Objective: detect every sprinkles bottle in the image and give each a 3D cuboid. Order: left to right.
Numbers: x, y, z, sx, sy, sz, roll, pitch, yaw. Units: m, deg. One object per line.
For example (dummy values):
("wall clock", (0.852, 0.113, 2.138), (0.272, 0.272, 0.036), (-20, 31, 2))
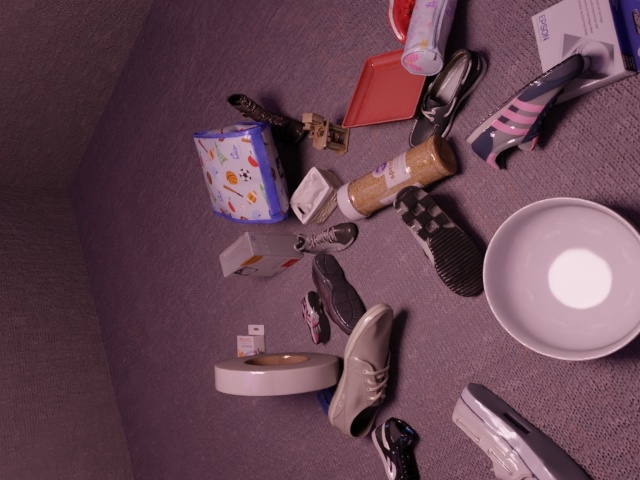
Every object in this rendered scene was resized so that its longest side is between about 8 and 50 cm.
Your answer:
("sprinkles bottle", (0.211, -0.172, 1.388), (0.355, 0.121, 0.121), (-26, 70, 40))

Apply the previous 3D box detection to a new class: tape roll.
("tape roll", (-0.134, 0.409, 1.508), (0.392, 0.392, 0.072), (-7, 83, 44))

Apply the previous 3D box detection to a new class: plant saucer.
("plant saucer", (0.207, -0.441, 1.411), (0.258, 0.047, 0.259), (5, 70, 45))

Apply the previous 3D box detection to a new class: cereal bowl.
("cereal bowl", (0.537, 0.080, 1.036), (0.339, 0.141, 0.339), (-4, 84, 45))

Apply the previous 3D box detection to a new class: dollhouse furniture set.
("dollhouse furniture set", (-0.024, -0.344, 1.586), (0.161, 0.182, 0.101), (10, 95, 44))

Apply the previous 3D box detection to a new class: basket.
("basket", (-0.006, -0.146, 1.613), (0.167, 0.103, 0.113), (-53, 54, 29))

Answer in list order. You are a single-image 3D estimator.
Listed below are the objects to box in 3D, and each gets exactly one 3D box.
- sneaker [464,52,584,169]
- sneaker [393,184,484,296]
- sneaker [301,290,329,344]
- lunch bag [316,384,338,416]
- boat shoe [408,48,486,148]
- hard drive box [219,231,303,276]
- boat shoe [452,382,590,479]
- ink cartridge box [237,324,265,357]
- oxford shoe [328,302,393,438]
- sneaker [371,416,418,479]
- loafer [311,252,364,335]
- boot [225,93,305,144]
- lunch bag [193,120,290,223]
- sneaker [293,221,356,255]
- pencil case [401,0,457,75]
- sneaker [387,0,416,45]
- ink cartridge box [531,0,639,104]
("sneaker", (0.487, -0.286, 1.116), (0.131, 0.112, 0.319), (53, 144, 4))
("sneaker", (0.322, -0.005, 1.288), (0.122, 0.146, 0.331), (-33, 86, 11))
("sneaker", (-0.023, 0.267, 1.641), (0.077, 0.072, 0.178), (-39, 53, 50))
("lunch bag", (0.036, 0.520, 1.556), (0.067, 0.065, 0.098), (-53, 53, 28))
("boat shoe", (0.321, -0.375, 1.311), (0.114, 0.091, 0.303), (47, 119, 36))
("hard drive box", (-0.208, 0.053, 1.709), (0.181, 0.232, 0.089), (-35, 64, 38))
("boat shoe", (0.442, 0.509, 1.110), (0.367, 0.135, 0.156), (40, 114, 42))
("ink cartridge box", (-0.268, 0.419, 1.865), (0.104, 0.061, 0.181), (-10, 80, 44))
("oxford shoe", (0.141, 0.387, 1.395), (0.130, 0.169, 0.449), (34, 118, 43))
("sneaker", (0.234, 0.602, 1.346), (0.121, 0.079, 0.217), (-54, 52, 30))
("loafer", (0.049, 0.181, 1.556), (0.303, 0.109, 0.095), (64, 147, 34))
("boot", (-0.201, -0.442, 1.726), (0.263, 0.229, 0.091), (20, 84, 44))
("lunch bag", (-0.253, -0.240, 1.683), (0.385, 0.238, 0.328), (20, 128, 58))
("sneaker", (0.000, 0.000, 1.576), (0.228, 0.132, 0.086), (-26, 70, 41))
("pencil case", (0.298, -0.578, 1.282), (0.124, 0.113, 0.273), (-9, 63, 64))
("sneaker", (0.265, -0.686, 1.391), (0.128, 0.087, 0.221), (-19, 76, 44))
("ink cartridge box", (0.603, -0.448, 1.069), (0.224, 0.045, 0.223), (-17, 76, 43))
